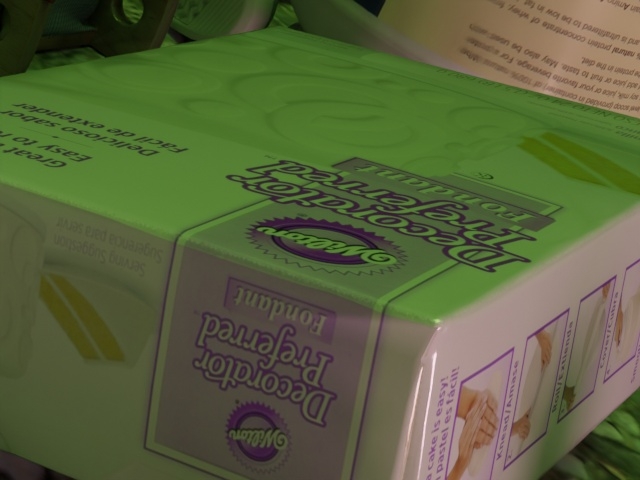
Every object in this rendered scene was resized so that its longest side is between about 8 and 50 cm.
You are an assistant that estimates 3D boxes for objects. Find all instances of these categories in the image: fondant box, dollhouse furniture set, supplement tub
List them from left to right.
[{"bbox_3d":[-0.136,-0.188,0.859,0.129,0.184,0.129,34,25,18],"label":"dollhouse furniture set"},{"bbox_3d":[0.000,0.000,0.651,0.238,0.096,0.330,17,20,24],"label":"fondant box"},{"bbox_3d":[0.123,-0.188,0.942,0.235,0.325,0.235,22,24,-10],"label":"supplement tub"}]

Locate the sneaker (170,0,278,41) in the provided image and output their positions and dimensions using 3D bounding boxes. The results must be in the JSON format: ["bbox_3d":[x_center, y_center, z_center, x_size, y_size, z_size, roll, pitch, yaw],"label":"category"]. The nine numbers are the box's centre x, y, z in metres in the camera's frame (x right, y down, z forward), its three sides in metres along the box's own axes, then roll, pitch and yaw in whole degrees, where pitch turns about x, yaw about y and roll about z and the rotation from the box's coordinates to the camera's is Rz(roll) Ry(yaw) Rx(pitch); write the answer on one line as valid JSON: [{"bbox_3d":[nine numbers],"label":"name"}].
[{"bbox_3d":[-0.044,-0.192,1.076,0.151,0.094,0.256,13,28,-33],"label":"sneaker"}]
